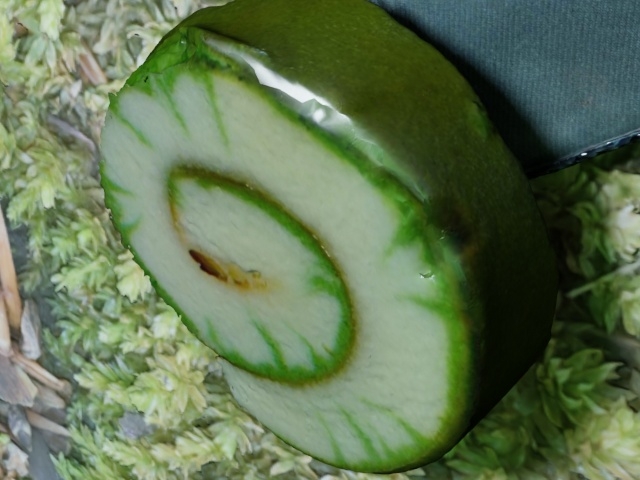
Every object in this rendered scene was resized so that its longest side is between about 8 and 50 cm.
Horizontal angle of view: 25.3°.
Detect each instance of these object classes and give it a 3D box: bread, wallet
[{"bbox_3d":[0.000,0.000,1.078,0.366,0.129,0.382,27,137,28],"label":"bread"},{"bbox_3d":[0.170,-0.174,0.930,0.342,0.075,0.237,-21,104,48],"label":"wallet"}]
